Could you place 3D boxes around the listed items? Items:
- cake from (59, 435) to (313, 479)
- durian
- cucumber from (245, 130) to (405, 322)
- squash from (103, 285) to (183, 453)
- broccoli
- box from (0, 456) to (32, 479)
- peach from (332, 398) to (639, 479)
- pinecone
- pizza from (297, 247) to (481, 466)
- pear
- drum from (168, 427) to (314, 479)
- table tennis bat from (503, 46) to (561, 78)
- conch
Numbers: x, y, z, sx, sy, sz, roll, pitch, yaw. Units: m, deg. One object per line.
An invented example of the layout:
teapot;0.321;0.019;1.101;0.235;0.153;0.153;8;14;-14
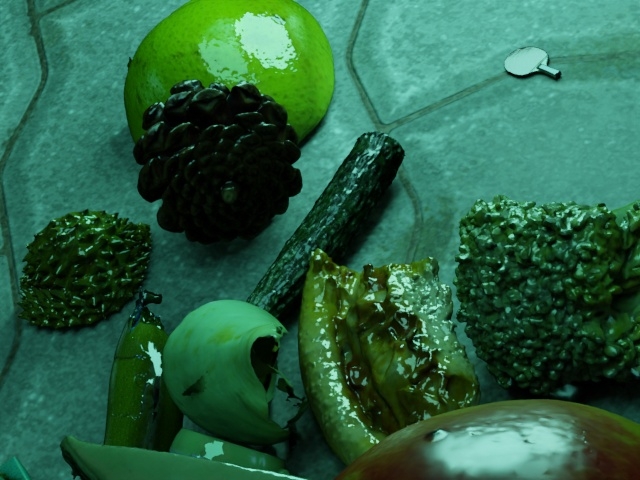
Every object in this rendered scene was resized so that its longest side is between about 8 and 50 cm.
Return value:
cake;-0.088;0.248;1.376;0.172;0.158;0.283;-38;57;-21
durian;-0.288;0.027;1.769;0.186;0.108;0.119;-26;42;0
cucumber;0.000;0.000;1.687;0.067;0.067;0.293;16;60;37
squash;-0.187;0.187;1.580;0.087;0.087;0.331;-14;45;14
broccoli;0.249;0.011;1.466;0.242;0.180;0.273;18;58;39
box;-0.374;0.343;1.550;0.226;0.042;0.161;-35;44;-9
peach;0.137;0.297;1.125;0.388;0.388;0.388;-14;44;14
pinecone;-0.126;-0.102;1.750;0.207;0.208;0.208;-14;44;14
pizza;0.064;0.120;1.505;0.182;0.074;0.365;-40;42;22
pear;-0.115;-0.195;1.897;0.288;0.139;0.239;-30;51;-1
drum;-0.027;0.242;1.470;0.253;0.130;0.049;17;82;4
table tennis bat;0.256;-0.211;1.810;0.050;0.007;0.083;-41;42;-16
conch;-0.066;0.139;1.503;0.250;0.137;0.143;16;98;60
